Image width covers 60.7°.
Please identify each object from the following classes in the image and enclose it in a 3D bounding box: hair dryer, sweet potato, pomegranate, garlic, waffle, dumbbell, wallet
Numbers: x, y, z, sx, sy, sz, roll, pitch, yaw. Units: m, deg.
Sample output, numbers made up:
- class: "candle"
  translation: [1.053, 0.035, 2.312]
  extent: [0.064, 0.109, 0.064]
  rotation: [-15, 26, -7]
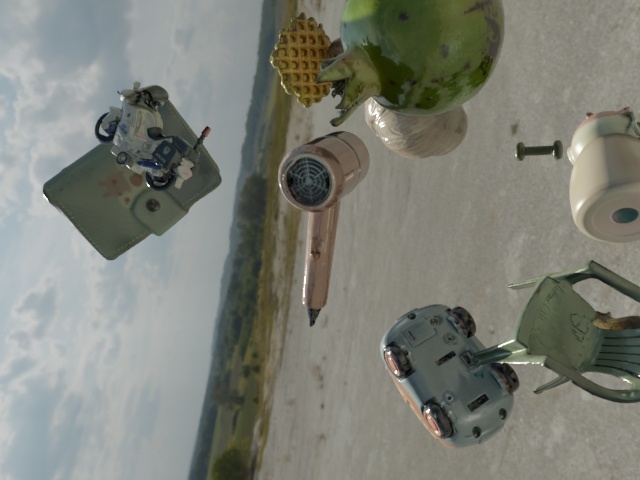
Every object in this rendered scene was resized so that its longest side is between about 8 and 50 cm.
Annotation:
- class: "hair dryer"
  translation: [0.000, 0.000, 0.915]
  extent: [0.189, 0.106, 0.345]
  rotation: [-46, -37, -64]
- class: "sweet potato"
  translation: [0.855, 0.239, 1.441]
  extent: [0.285, 0.112, 0.085]
  rotation: [4, 99, 40]
- class: "pomegranate"
  translation: [0.133, -0.301, 0.831]
  extent: [0.340, 0.260, 0.260]
  rotation: [-42, 0, -13]
- class: "garlic"
  translation: [0.257, -0.366, 1.541]
  extent: [0.259, 0.317, 0.318]
  rotation: [-20, 47, 31]
- class: "waffle"
  translation: [-0.040, -0.548, 1.670]
  extent: [0.052, 0.254, 0.245]
  rotation: [10, 61, 48]
- class: "dumbbell"
  translation: [0.581, -0.239, 1.455]
  extent: [0.046, 0.117, 0.052]
  rotation: [-25, -67, -53]
- class: "wallet"
  translation: [-0.426, -0.132, 1.284]
  extent: [0.360, 0.252, 0.083]
  rotation: [-39, 15, -8]

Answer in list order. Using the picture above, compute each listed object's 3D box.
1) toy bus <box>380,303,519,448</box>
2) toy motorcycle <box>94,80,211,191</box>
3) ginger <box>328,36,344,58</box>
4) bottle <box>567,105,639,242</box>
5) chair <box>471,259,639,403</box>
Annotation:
- class: "toy bus"
  translation: [0.257, 0.290, 1.140]
  extent: [0.288, 0.194, 0.232]
  rotation: [53, 164, 29]
- class: "toy motorcycle"
  translation: [-0.298, -0.189, 0.965]
  extent: [0.150, 0.221, 0.102]
  rotation: [-50, -18, 1]
- class: "ginger"
  translation: [0.188, -0.566, 1.695]
  extent: [0.172, 0.320, 0.165]
  rotation: [32, -122, -85]
- class: "bottle"
  translation: [0.495, -0.126, 0.928]
  extent: [0.148, 0.147, 0.237]
  rotation: [111, 172, -51]
- class: "chair"
  translation: [0.423, 0.162, 0.918]
  extent: [0.203, 0.190, 0.275]
  rotation: [-55, -2, -19]
